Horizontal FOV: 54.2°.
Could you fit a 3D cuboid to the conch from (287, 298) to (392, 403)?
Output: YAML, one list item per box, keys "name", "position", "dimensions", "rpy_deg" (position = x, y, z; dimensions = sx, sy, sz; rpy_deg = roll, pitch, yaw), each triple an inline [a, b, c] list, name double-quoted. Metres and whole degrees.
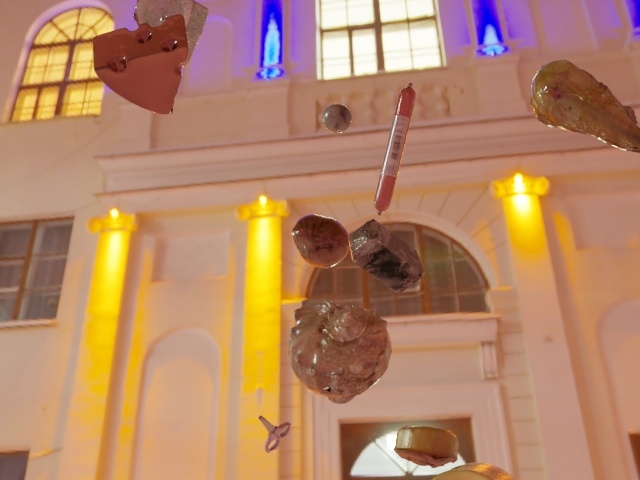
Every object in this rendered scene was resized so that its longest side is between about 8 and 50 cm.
- name: "conch"
  position: [0.018, 0.299, 1.595]
  dimensions: [0.209, 0.297, 0.353]
  rpy_deg: [-18, -46, -47]

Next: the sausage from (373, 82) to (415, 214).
- name: "sausage"
  position: [0.123, -0.150, 1.030]
  dimensions: [0.029, 0.223, 0.029]
  rpy_deg: [13, 2, -1]

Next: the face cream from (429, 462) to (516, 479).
- name: "face cream"
  position: [0.314, 0.573, 1.277]
  dimensions: [0.218, 0.218, 0.179]
  rpy_deg: [-13, -19, 22]

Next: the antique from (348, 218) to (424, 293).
- name: "antique"
  position: [0.152, 0.036, 1.490]
  dimensions: [0.183, 0.088, 0.086]
  rpy_deg: [35, -62, -29]

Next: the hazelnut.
- name: "hazelnut"
  position: [-0.004, 0.009, 2.134]
  dimensions: [0.209, 0.210, 0.186]
  rpy_deg: [5, -43, -12]

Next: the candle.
- name: "candle"
  position: [-0.346, -0.510, 1.467]
  dimensions: [0.168, 0.193, 0.068]
  rpy_deg: [-22, -9, 23]

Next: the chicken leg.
- name: "chicken leg"
  position: [0.308, -0.133, 0.679]
  dimensions: [0.093, 0.178, 0.070]
  rpy_deg: [-2, -54, -52]

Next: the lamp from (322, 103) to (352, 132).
- name: "lamp"
  position: [0.059, -0.430, 2.208]
  dimensions: [0.105, 0.105, 0.105]
  rpy_deg: [-1, -27, -1]

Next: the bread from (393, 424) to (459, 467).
- name: "bread"
  position: [0.233, 0.476, 1.451]
  dimensions: [0.125, 0.086, 0.156]
  rpy_deg: [25, -26, -30]

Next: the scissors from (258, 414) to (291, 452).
- name: "scissors"
  position: [-0.146, 0.550, 1.828]
  dimensions: [0.021, 0.110, 0.212]
  rpy_deg: [28, -23, 34]

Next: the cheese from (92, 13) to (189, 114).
- name: "cheese"
  position: [-0.392, -0.382, 1.335]
  dimensions: [0.176, 0.128, 0.203]
  rpy_deg: [2, -35, -25]
